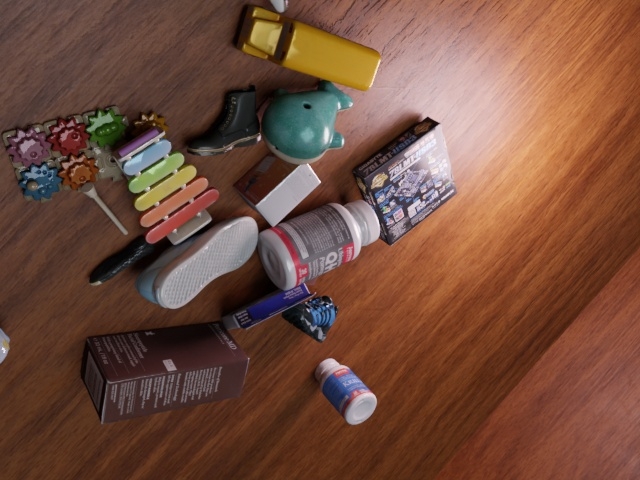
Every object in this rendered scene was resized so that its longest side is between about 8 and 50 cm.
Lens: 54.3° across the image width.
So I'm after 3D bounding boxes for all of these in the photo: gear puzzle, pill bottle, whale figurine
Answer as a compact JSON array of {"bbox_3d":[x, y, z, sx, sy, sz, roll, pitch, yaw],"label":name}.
[{"bbox_3d":[-0.481,-0.191,1.342,0.339,0.044,0.175,-22,128,-25],"label":"gear puzzle"},{"bbox_3d":[0.075,0.493,2.070,0.124,0.221,0.124,-19,128,-27],"label":"pill bottle"},{"bbox_3d":[-0.021,-0.309,1.511,0.272,0.216,0.141,-46,173,-30],"label":"whale figurine"},{"bbox_3d":[0.000,0.000,1.735,0.318,0.176,0.176,-24,129,-24],"label":"pill bottle"}]

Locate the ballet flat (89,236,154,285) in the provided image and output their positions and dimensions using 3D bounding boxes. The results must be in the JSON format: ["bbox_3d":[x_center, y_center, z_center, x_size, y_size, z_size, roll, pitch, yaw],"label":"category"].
[{"bbox_3d":[-0.473,0.057,1.496,0.173,0.057,0.049,-36,137,-13],"label":"ballet flat"}]

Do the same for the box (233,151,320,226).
[{"bbox_3d":[-0.112,-0.143,1.593,0.170,0.130,0.091,-44,135,-7],"label":"box"}]

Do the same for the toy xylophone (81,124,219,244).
[{"bbox_3d":[-0.382,-0.110,1.420,0.236,0.081,0.323,-41,144,-7],"label":"toy xylophone"}]

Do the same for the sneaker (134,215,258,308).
[{"bbox_3d":[-0.312,0.032,1.569,0.366,0.150,0.135,-36,129,-45],"label":"sneaker"}]

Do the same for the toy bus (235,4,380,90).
[{"bbox_3d":[-0.026,-0.447,1.466,0.332,0.130,0.108,6,113,-39],"label":"toy bus"}]

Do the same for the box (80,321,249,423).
[{"bbox_3d":[-0.402,0.335,1.633,0.381,0.191,0.143,-1,117,-37],"label":"box"}]

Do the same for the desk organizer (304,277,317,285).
[{"bbox_3d":[-0.069,0.098,1.836,0.130,0.047,0.050,6,115,-39],"label":"desk organizer"}]

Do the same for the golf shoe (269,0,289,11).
[{"bbox_3d":[-0.135,-0.575,1.356,0.086,0.067,0.186,-30,126,3],"label":"golf shoe"}]

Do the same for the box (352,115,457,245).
[{"bbox_3d":[0.266,-0.176,1.900,0.295,0.073,0.293,-38,133,-12],"label":"box"}]

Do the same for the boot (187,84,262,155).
[{"bbox_3d":[-0.230,-0.282,1.466,0.198,0.077,0.137,-26,127,-39],"label":"boot"}]

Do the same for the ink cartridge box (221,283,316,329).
[{"bbox_3d":[-0.148,0.180,1.723,0.223,0.224,0.045,-25,92,-24],"label":"ink cartridge box"}]

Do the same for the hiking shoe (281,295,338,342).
[{"bbox_3d":[-0.027,0.211,1.870,0.132,0.113,0.304,-56,162,-8],"label":"hiking shoe"}]

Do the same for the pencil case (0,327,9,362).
[{"bbox_3d":[-0.758,0.156,1.306,0.124,0.113,0.273,-40,137,-38],"label":"pencil case"}]
